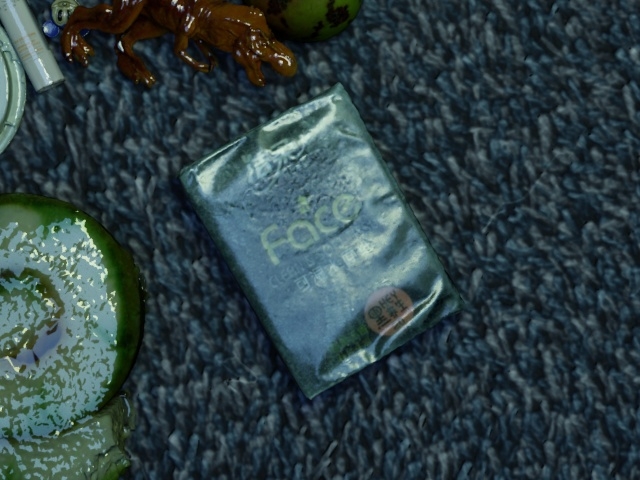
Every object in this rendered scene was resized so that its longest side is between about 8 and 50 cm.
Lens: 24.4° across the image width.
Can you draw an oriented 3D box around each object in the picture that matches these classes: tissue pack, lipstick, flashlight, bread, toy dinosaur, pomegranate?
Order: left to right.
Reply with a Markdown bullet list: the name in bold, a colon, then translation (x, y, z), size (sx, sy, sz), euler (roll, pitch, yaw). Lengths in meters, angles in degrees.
- **bread**: translation (-0.360, 0.137, 1.749), size (0.366, 0.129, 0.382), euler (-40, 94, -1)
- **lipstick**: translation (-0.355, -0.248, 1.778), size (0.040, 0.040, 0.141), euler (-26, 92, -2)
- **flashlight**: translation (-0.308, -0.306, 1.780), size (0.057, 0.035, 0.121), euler (-1, 93, -2)
- **toy dinosaur**: translation (-0.223, -0.295, 1.740), size (0.432, 0.097, 0.208), euler (43, 111, 8)
- **pomegranate**: translation (-0.014, -0.325, 1.717), size (0.156, 0.220, 0.156), euler (10, 48, -11)
- **tissue pack**: translation (0.000, 0.000, 1.775), size (0.228, 0.103, 0.316), euler (-30, 94, -3)

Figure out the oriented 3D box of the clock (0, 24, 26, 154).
- **clock**: translation (-0.472, -0.182, 1.769), size (0.236, 0.053, 0.237), euler (0, 94, -3)
